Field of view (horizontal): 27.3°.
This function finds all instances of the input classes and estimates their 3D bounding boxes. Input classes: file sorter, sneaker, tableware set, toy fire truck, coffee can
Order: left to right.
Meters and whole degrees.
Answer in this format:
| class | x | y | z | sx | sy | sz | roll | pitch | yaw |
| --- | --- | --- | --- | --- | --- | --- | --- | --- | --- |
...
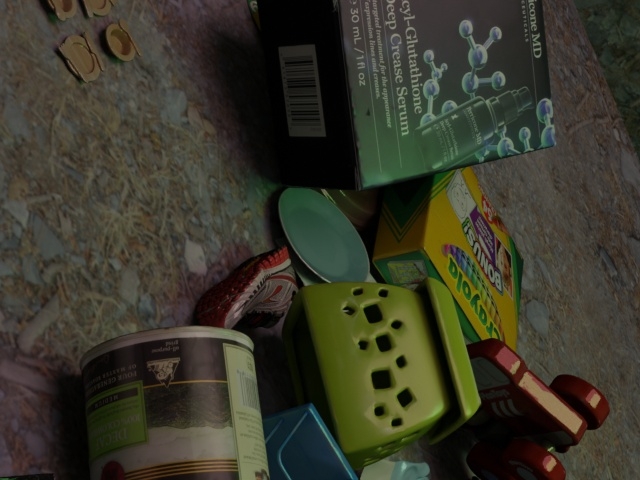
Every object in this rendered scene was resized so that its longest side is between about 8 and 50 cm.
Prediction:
| class | x | y | z | sx | sy | sz | roll | pitch | yaw |
| --- | --- | --- | --- | --- | --- | --- | --- | --- | --- |
| tableware set | -0.305 | -0.287 | 1.746 | 0.141 | 0.020 | 0.168 | 63 | 32 | -7 |
| coffee can | -0.156 | 0.256 | 1.460 | 0.201 | 0.201 | 0.275 | 20 | 54 | -51 |
| sneaker | -0.086 | 0.082 | 1.789 | 0.093 | 0.088 | 0.225 | 65 | 31 | -8 |
| file sorter | -0.068 | 0.291 | 1.608 | 0.118 | 0.170 | 0.104 | 60 | 36 | -13 |
| toy fire truck | 0.284 | 0.257 | 2.082 | 0.254 | 0.302 | 0.169 | 44 | 68 | -8 |

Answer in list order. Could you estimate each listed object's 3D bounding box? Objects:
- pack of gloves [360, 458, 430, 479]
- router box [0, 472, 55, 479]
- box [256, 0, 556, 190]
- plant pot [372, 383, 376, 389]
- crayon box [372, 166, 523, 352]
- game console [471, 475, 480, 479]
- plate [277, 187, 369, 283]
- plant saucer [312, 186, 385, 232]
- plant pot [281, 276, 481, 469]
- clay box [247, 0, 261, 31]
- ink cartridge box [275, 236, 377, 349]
| class | x | y | z | sx | sy | sz | roll | pitch | yaw |
| --- | --- | --- | --- | --- | --- | --- | --- | --- | --- |
| pack of gloves | 0.137 | 0.306 | 1.940 | 0.232 | 0.046 | 0.195 | 18 | 82 | -61 |
| router box | -0.331 | 0.304 | 1.308 | 0.179 | 0.046 | 0.133 | 8 | 65 | -56 |
| box | 0.136 | -0.253 | 2.002 | 0.395 | 0.212 | 0.293 | -15 | 102 | -33 |
| plant pot | 0.098 | 0.253 | 1.978 | 0.081 | 0.081 | 0.083 | -14 | 95 | -59 |
| crayon box | 0.229 | 0.035 | 2.250 | 0.363 | 0.106 | 0.313 | 55 | 31 | -35 |
| game console | 0.260 | 0.559 | 2.084 | 0.250 | 0.173 | 0.293 | -29 | 96 | -28 |
| plate | 0.000 | 0.000 | 2.005 | 0.188 | 0.024 | 0.188 | 33 | 35 | -28 |
| plant saucer | 0.042 | -0.148 | 2.180 | 0.278 | 0.041 | 0.278 | 34 | 45 | -42 |
| plant pot | 0.081 | 0.177 | 1.756 | 0.207 | 0.227 | 0.228 | -10 | 73 | -13 |
| clay box | -0.019 | -0.314 | 2.126 | 0.127 | 0.053 | 0.222 | -16 | 74 | -47 |
| ink cartridge box | 0.029 | 0.092 | 2.017 | 0.232 | 0.066 | 0.189 | 51 | 29 | 12 |
